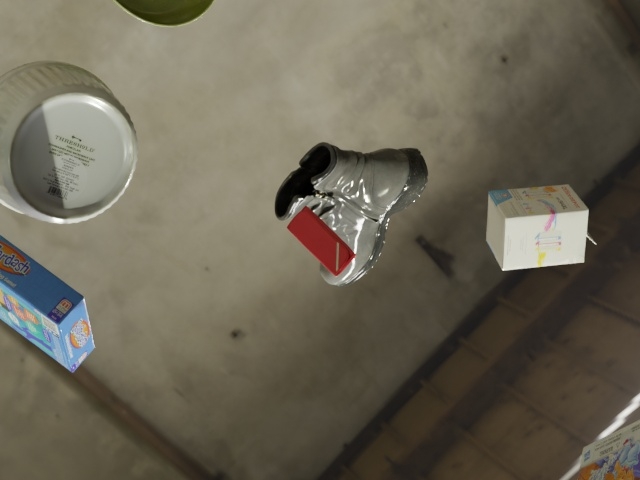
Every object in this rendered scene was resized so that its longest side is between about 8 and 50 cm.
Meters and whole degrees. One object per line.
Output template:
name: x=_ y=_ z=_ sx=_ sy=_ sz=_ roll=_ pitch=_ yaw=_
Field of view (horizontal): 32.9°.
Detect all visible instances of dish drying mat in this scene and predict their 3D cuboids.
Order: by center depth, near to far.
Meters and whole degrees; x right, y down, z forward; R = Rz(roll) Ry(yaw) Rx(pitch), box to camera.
dish drying mat: x=0.000 y=0.000 z=1.110 sx=0.032 sy=0.008 sz=0.083 roll=-49 pitch=-120 yaw=7

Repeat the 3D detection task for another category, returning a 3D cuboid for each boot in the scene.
boot: x=0.013 y=-0.047 z=1.848 sx=0.338 sy=0.222 sz=0.118 roll=-61 pitch=-138 yaw=39

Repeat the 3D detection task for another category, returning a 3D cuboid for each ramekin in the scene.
ramekin: x=-0.331 y=-0.119 z=1.381 sx=0.207 sy=0.207 sz=0.109 roll=-47 pitch=-144 yaw=-9

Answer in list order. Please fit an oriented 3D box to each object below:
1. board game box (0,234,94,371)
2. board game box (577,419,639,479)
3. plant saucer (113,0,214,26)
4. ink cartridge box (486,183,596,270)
board game box: x=-0.368 y=0.055 z=1.288 sx=0.047 sy=0.210 sz=0.160 roll=-51 pitch=170 yaw=-25
board game box: x=0.391 y=0.294 z=1.166 sx=0.347 sy=0.078 sz=0.233 roll=-51 pitch=-164 yaw=56
plant saucer: x=-0.224 y=-0.394 z=1.407 sx=0.037 sy=0.241 sz=0.241 roll=-4 pitch=-135 yaw=44
ink cartridge box: x=0.326 y=-0.022 z=1.596 sx=0.143 sy=0.090 sz=0.092 roll=-6 pitch=-151 yaw=-6
